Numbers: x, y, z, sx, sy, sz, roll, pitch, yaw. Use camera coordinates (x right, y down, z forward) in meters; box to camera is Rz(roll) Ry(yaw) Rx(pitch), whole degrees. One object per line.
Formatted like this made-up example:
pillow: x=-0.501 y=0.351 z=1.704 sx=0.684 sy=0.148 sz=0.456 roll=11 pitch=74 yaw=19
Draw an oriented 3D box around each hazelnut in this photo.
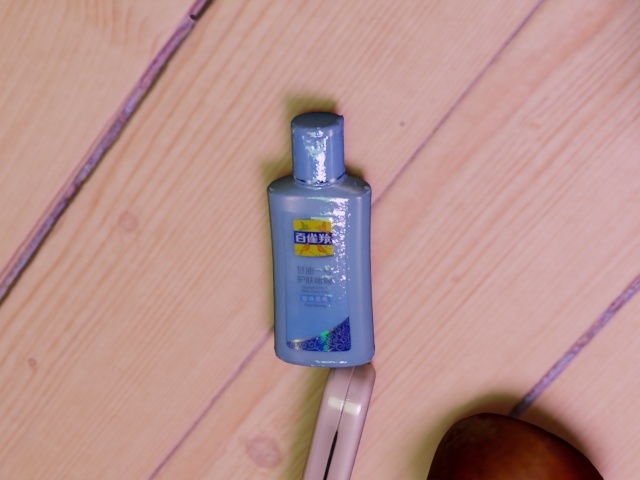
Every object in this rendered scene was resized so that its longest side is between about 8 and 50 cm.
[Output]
hazelnut: x=0.187 y=0.270 z=1.635 sx=0.208 sy=0.208 sz=0.208 roll=4 pitch=116 yaw=9

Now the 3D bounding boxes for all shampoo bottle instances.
shampoo bottle: x=0.000 y=0.000 z=1.597 sx=0.104 sy=0.061 sz=0.258 roll=2 pitch=115 yaw=9

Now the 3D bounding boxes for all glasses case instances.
glasses case: x=0.014 y=0.214 z=1.683 sx=0.050 sy=0.083 sz=0.196 roll=14 pitch=118 yaw=2
